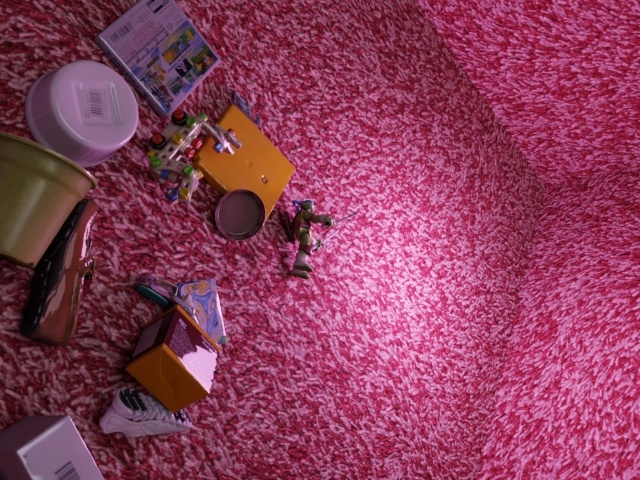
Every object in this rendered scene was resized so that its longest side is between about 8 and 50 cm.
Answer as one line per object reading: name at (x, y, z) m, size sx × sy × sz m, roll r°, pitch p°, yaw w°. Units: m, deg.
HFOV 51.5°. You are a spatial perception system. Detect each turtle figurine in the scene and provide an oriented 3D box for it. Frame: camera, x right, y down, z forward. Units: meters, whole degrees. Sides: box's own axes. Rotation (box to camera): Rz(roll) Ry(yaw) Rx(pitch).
turtle figurine at (0.000, 0.000, 2.288) m, size 0.275 × 0.198 × 0.266 m, roll 29°, pitch 64°, yaw -33°

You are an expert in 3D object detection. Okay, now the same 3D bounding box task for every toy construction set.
toy construction set at (-0.381, -0.261, 1.964) m, size 0.215 × 0.151 × 0.327 m, roll 32°, pitch 55°, yaw 10°

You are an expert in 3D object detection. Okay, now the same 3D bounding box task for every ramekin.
ramekin at (-0.627, -0.345, 1.779) m, size 0.277 × 0.135 × 0.277 m, roll 13°, pitch 71°, yaw -43°

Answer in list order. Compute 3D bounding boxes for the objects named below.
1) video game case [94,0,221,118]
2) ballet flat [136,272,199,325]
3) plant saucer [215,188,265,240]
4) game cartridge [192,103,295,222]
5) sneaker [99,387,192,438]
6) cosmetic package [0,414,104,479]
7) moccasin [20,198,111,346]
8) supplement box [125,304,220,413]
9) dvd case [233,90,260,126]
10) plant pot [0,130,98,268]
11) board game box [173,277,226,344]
video game case at (-0.490, -0.587, 2.052) m, size 0.300 × 0.036 × 0.329 m, roll 50°, pitch 49°, yaw -24°
ballet flat at (-0.418, 0.168, 1.886) m, size 0.221 × 0.077 × 0.079 m, roll 39°, pitch 49°, yaw -11°
plant saucer at (-0.259, -0.084, 2.122) m, size 0.169 × 0.029 × 0.168 m, roll -7°, pitch 106°, yaw -24°
game cartridge at (-0.252, -0.247, 2.203) m, size 0.323 × 0.053 × 0.285 m, roll 45°, pitch 52°, yaw -25°
sneaker at (-0.464, 0.475, 1.776) m, size 0.118 × 0.110 × 0.292 m, roll -48°, pitch 142°, yaw 7°
cosmetic package at (-0.622, 0.525, 1.502) m, size 0.138 × 0.225 × 0.224 m, roll -35°, pitch 105°, yaw -47°
moccasin at (-0.626, 0.077, 1.675) m, size 0.147 × 0.139 × 0.379 m, roll 28°, pitch 58°, yaw -46°
supplement box at (-0.392, 0.319, 1.801) m, size 0.191 × 0.129 × 0.194 m, roll 51°, pitch 19°, yaw -24°
dvd case at (-0.249, -0.446, 2.247) m, size 0.119 × 0.013 × 0.087 m, roll 44°, pitch 20°, yaw -31°
plant pot at (-0.709, -0.080, 1.564) m, size 0.276 × 0.276 × 0.253 m, roll 31°, pitch 72°, yaw -37°
board game box at (-0.360, 0.221, 1.980) m, size 0.136 × 0.035 × 0.201 m, roll -8°, pitch 86°, yaw -46°
